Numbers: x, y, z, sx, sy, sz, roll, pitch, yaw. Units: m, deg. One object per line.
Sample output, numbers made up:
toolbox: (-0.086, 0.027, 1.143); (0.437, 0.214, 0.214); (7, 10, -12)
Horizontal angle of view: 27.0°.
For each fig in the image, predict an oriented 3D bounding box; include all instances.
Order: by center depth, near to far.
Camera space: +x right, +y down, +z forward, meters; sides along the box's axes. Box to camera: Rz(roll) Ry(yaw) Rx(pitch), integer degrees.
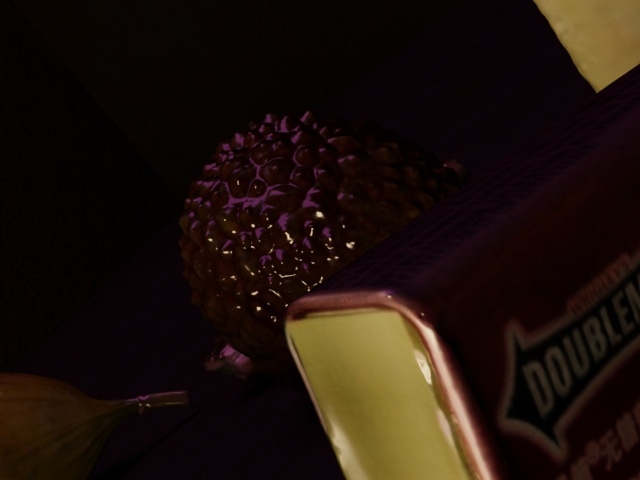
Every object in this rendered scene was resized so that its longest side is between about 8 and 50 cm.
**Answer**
fig: (-0.229, 0.177, 1.154); (0.257, 0.159, 0.159); (-18, 10, 3)

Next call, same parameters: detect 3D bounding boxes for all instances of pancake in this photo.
pancake: (0.001, 0.043, 1.141); (0.266, 0.057, 0.244); (-39, -1, -25)

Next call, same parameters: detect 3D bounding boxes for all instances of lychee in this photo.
lychee: (0.000, 0.000, 0.874); (0.188, 0.188, 0.188); (-38, 8, 7)

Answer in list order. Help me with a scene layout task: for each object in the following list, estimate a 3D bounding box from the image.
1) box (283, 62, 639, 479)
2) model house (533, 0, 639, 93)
box: (0.096, 0.019, 0.429); (0.224, 0.120, 0.069); (-31, 16, -38)
model house: (0.205, -0.140, 0.677); (0.175, 0.193, 0.234); (-29, 13, 40)
